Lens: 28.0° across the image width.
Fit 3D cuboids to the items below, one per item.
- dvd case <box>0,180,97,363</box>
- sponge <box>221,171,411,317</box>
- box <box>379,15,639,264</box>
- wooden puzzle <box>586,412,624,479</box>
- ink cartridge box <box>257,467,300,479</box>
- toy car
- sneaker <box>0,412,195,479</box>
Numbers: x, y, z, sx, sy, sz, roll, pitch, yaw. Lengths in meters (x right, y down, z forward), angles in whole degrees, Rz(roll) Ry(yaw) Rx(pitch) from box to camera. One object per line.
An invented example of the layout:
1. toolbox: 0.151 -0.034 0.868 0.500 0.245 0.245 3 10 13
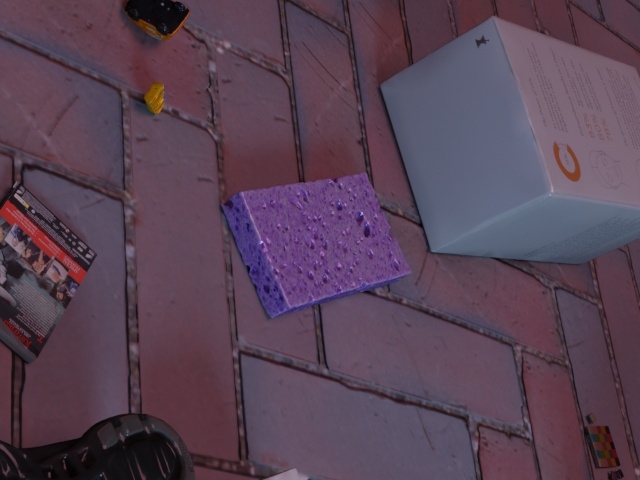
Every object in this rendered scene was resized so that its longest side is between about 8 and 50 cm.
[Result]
1. dvd case: -0.222 0.022 0.961 0.087 0.013 0.119 45 37 -22
2. sponge: 0.000 0.000 1.237 0.210 0.031 0.117 -12 77 -54
3. box: 0.260 -0.104 1.514 0.345 0.168 0.215 6 63 -50
4. wooden puzzle: 0.331 0.243 1.508 0.049 0.006 0.083 9 60 -48
5. ink cartridge box: -0.051 0.256 0.948 0.090 0.092 0.143 -9 76 -54
6. toy car: -0.158 -0.170 1.168 0.040 0.060 0.122 88 15 -66
7. sneaker: -0.196 0.176 0.803 0.267 0.106 0.101 4 59 -53
